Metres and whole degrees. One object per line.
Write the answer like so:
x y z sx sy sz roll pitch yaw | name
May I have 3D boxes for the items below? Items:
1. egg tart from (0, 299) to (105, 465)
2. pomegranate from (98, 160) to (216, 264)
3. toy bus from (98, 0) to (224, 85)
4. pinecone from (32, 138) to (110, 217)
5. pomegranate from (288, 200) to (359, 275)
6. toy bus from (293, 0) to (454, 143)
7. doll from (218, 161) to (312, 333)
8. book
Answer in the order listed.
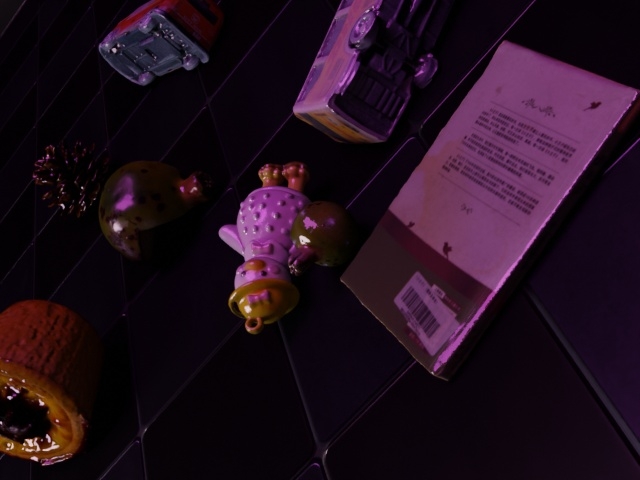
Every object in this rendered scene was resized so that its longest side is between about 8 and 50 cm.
-0.381 0.184 1.235 0.215 0.215 0.171 -31 27 37 | egg tart
-0.237 -0.056 1.295 0.169 0.122 0.143 -43 6 28 | pomegranate
-0.277 -0.357 1.623 0.265 0.121 0.120 -6 50 54 | toy bus
-0.435 -0.112 1.625 0.140 0.121 0.140 -44 26 28 | pinecone
0.004 0.001 0.959 0.073 0.073 0.084 -20 53 46 | pomegranate
0.090 -0.273 1.051 0.138 0.097 0.342 4 68 63 | toy bus
-0.055 0.008 1.022 0.129 0.081 0.207 -1 59 17 | doll
0.142 -0.038 0.837 0.289 0.026 0.201 -54 32 7 | book
